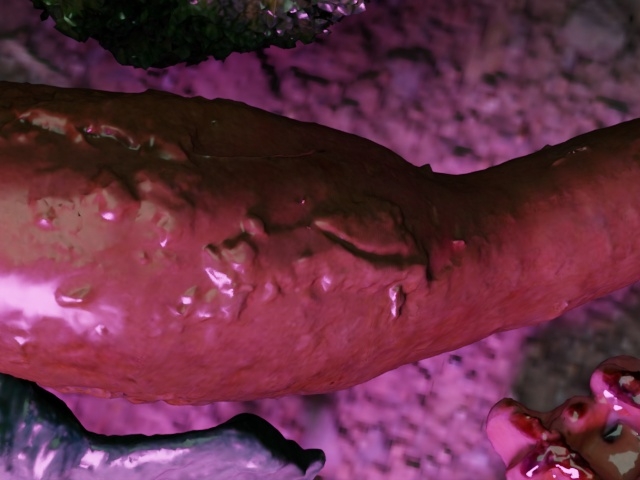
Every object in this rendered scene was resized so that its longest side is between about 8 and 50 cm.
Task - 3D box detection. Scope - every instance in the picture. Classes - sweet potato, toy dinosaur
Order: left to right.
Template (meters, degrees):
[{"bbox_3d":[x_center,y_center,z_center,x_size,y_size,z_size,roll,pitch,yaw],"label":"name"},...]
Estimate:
[{"bbox_3d":[-0.191,0.057,0.671,0.383,0.129,0.076,17,37,-17],"label":"toy dinosaur"},{"bbox_3d":[0.000,0.000,0.650,0.385,0.109,0.109,0,76,-18],"label":"sweet potato"}]

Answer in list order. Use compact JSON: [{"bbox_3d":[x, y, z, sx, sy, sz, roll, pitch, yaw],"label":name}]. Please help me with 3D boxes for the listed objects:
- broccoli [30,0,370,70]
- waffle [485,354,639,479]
[{"bbox_3d":[-0.034,-0.189,0.668,0.294,0.245,0.265,30,79,19],"label":"broccoli"},{"bbox_3d":[0.163,0.141,0.684,0.221,0.055,0.234,-9,72,0],"label":"waffle"}]
